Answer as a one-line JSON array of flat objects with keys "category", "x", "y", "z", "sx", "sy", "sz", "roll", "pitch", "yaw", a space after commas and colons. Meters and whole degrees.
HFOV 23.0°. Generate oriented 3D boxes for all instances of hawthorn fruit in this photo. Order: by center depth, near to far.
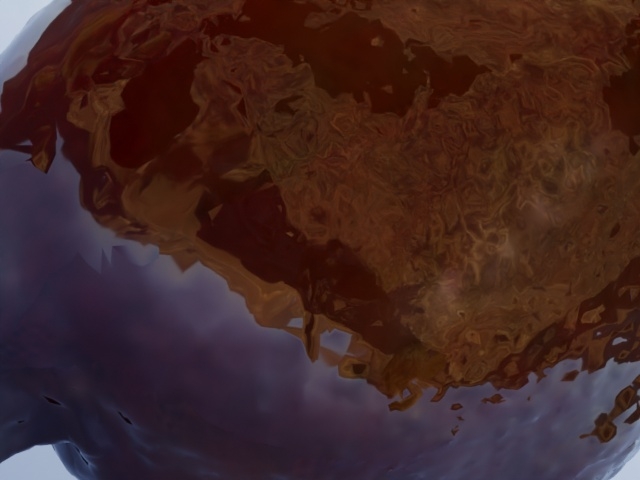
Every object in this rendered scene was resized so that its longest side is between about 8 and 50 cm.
[{"category": "hawthorn fruit", "x": 0.009, "y": -0.013, "z": 0.620, "sx": 0.311, "sy": 0.295, "sz": 0.295, "roll": 12, "pitch": -147, "yaw": -44}]
